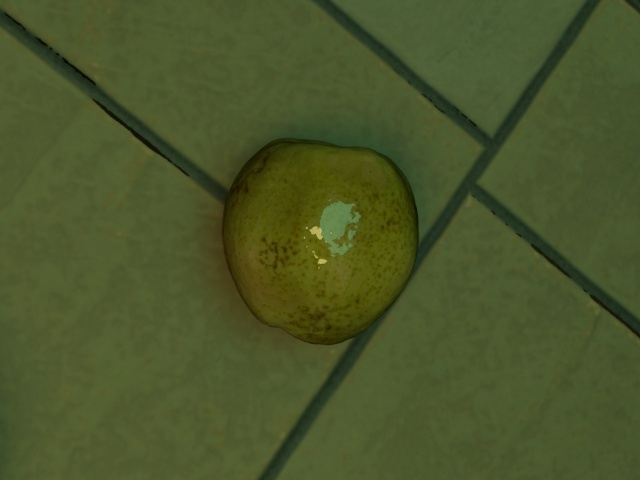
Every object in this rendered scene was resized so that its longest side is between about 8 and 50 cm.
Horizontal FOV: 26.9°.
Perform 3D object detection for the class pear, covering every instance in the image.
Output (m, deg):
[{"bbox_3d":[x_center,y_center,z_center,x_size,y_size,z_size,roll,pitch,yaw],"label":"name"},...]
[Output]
[{"bbox_3d":[0.000,0.000,1.113,0.178,0.178,0.178,2,83,-19],"label":"pear"}]
